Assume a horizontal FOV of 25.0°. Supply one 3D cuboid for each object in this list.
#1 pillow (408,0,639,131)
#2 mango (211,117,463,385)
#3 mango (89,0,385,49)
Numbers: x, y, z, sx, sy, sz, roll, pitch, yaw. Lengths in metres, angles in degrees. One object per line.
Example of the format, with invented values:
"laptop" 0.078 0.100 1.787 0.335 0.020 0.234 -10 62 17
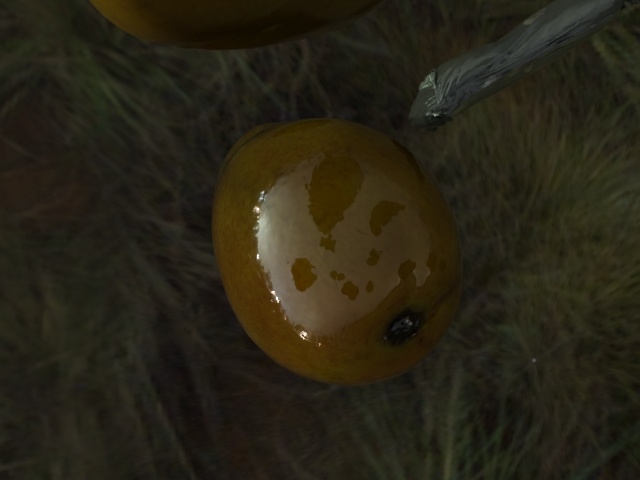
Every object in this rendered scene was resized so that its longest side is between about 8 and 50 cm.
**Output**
"pillow" 0.200 -0.192 1.494 0.255 0.169 0.059 -31 88 2
"mango" 0.000 0.000 1.416 0.221 0.378 0.264 -22 115 -12
"mango" -0.043 -0.285 1.081 0.232 0.446 0.300 22 121 20
